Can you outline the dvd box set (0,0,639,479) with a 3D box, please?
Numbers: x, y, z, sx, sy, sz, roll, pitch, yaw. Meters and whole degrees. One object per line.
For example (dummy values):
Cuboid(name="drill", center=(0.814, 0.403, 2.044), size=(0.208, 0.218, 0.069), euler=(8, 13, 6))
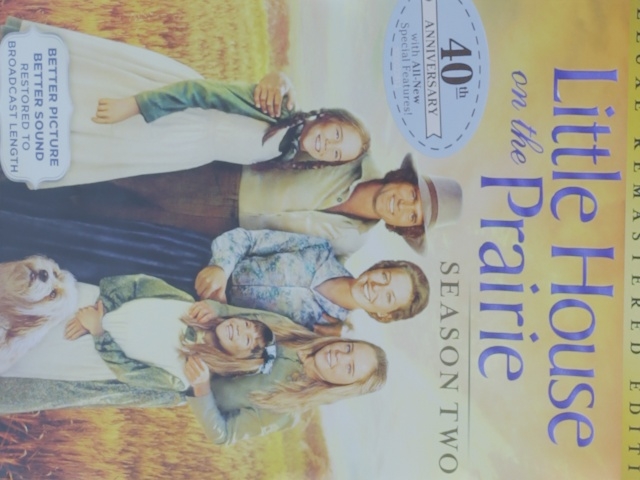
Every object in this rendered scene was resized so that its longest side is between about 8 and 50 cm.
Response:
Cuboid(name="dvd box set", center=(0.000, 0.000, 0.993), size=(0.062, 0.420, 0.308), euler=(-22, -67, -73))
